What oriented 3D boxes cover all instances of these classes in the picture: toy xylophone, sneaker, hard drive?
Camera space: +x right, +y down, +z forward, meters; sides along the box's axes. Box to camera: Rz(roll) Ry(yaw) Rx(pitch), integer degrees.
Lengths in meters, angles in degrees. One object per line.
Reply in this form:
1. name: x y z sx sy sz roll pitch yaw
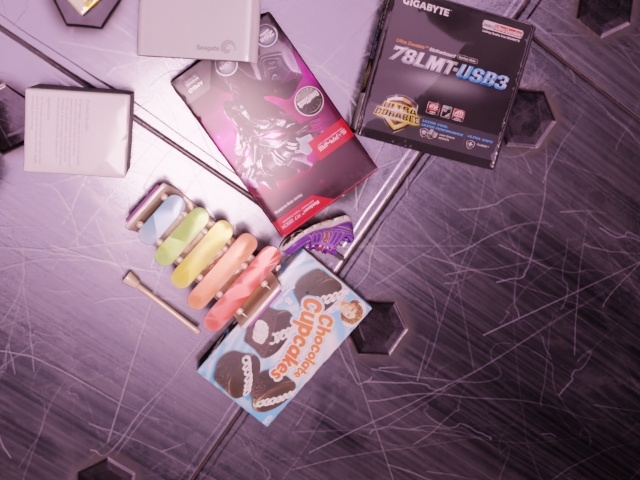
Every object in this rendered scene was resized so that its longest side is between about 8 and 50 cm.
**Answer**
1. toy xylophone: -0.238 0.051 1.968 0.322 0.081 0.236 33 94 -6
2. sneaker: 0.000 0.000 1.980 0.169 0.068 0.071 -18 90 -31
3. hard drive: -0.212 -0.500 1.815 0.233 0.047 0.353 7 99 22

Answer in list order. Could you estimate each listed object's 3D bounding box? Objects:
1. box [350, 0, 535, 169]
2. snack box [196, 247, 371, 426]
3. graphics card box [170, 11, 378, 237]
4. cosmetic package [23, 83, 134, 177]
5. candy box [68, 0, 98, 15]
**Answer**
1. box: 0.236 -0.314 1.986 0.295 0.073 0.293 14 99 -11
2. snack box: -0.073 0.191 2.041 0.187 0.060 0.322 40 93 -12
3. graphics card box: -0.087 -0.218 1.945 0.232 0.094 0.371 -35 102 0
4. cosmetic package: -0.438 -0.202 1.865 0.183 0.151 0.151 4 101 -9
5. candy box: -0.398 -0.520 1.873 0.206 0.027 0.105 -42 108 1
